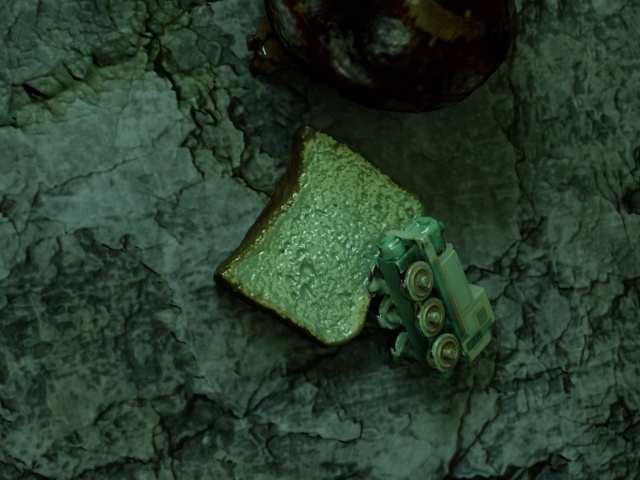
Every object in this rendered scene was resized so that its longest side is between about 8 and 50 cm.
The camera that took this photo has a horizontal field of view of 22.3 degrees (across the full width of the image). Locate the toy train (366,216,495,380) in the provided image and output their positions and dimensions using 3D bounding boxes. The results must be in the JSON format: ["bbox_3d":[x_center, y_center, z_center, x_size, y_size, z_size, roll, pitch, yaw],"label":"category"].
[{"bbox_3d":[0.125,0.062,1.848,0.125,0.081,0.194,-44,125,-35],"label":"toy train"}]

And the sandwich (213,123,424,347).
[{"bbox_3d":[0.000,0.000,1.862,0.186,0.065,0.214,34,81,-10],"label":"sandwich"}]

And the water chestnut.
[{"bbox_3d":[0.053,-0.277,1.799,0.335,0.347,0.335,27,41,-26],"label":"water chestnut"}]
